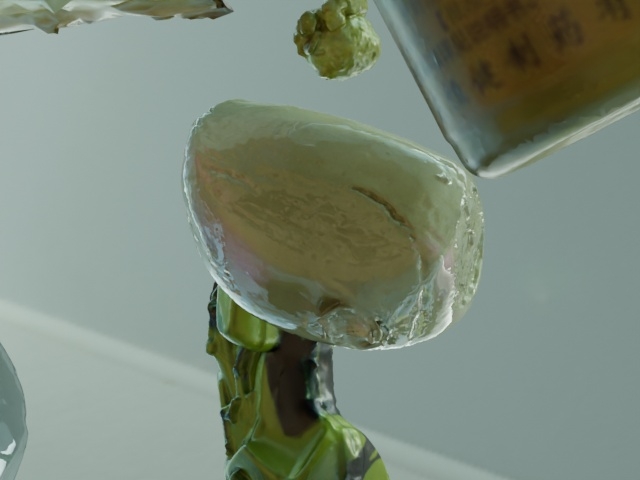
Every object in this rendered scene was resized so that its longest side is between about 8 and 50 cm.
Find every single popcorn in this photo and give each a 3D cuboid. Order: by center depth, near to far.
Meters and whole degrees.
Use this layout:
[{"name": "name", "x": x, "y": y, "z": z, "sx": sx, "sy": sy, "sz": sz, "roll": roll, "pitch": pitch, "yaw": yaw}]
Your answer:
[{"name": "popcorn", "x": 0.016, "y": -0.160, "z": 1.468, "sx": 0.068, "sy": 0.059, "sz": 0.083, "roll": 14, "pitch": -68, "yaw": 4}]

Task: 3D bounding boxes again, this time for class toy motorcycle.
[{"name": "toy motorcycle", "x": -0.015, "y": 0.165, "z": 1.608, "sx": 0.206, "sy": 0.142, "sz": 0.342, "roll": -12, "pitch": -99, "yaw": 37}]

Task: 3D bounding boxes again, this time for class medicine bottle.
[{"name": "medicine bottle", "x": 0.098, "y": -0.248, "z": 1.099, "sx": 0.224, "sy": 0.224, "sz": 0.384, "roll": -28, "pitch": -94, "yaw": 33}]

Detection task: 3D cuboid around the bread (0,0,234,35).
[{"name": "bread", "x": -0.265, "y": -0.124, "z": 0.869, "sx": 0.315, "sy": 0.248, "sz": 0.279, "roll": 42, "pitch": -88, "yaw": 22}]

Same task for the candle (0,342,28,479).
[{"name": "candle", "x": -0.247, "y": 0.112, "z": 0.796, "sx": 0.221, "sy": 0.221, "sz": 0.342, "roll": 46, "pitch": -58, "yaw": 24}]

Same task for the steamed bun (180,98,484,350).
[{"name": "steamed bun", "x": 0.000, "y": 0.000, "z": 1.444, "sx": 0.239, "sy": 0.170, "sz": 0.152, "roll": 14, "pitch": -117, "yaw": 11}]
